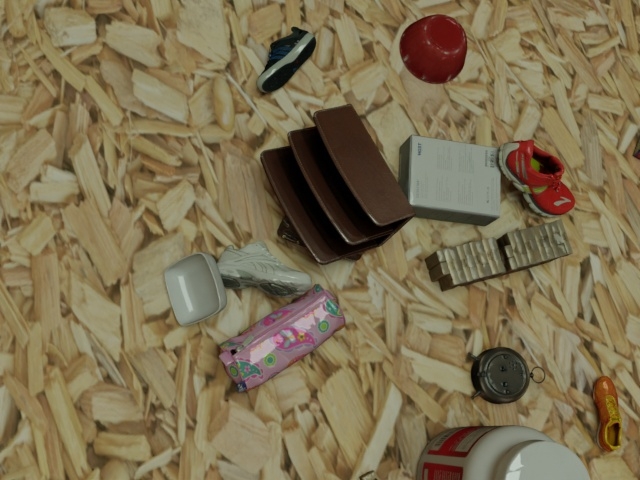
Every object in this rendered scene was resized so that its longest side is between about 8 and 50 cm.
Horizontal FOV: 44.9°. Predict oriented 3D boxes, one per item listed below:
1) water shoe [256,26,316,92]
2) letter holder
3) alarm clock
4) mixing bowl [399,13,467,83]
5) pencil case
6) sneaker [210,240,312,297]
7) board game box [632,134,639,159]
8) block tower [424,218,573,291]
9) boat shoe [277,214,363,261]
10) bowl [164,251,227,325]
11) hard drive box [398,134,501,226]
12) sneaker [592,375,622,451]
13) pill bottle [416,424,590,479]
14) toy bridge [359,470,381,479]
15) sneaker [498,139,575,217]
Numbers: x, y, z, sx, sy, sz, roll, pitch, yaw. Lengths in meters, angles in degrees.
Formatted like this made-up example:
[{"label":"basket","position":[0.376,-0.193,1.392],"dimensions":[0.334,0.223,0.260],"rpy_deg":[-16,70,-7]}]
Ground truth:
[{"label":"water shoe","position":[-0.097,-0.436,1.872],"dimensions":[0.080,0.073,0.203],"rpy_deg":[35,66,21]},{"label":"letter holder","position":[0.028,-0.124,1.716],"dimensions":[0.214,0.152,0.302],"rpy_deg":[-17,72,-37]},{"label":"alarm clock","position":[0.439,0.313,1.801],"dimensions":[0.192,0.064,0.130],"rpy_deg":[2,76,-16]},{"label":"mixing bowl","position":[0.300,-0.499,1.952],"dimensions":[0.181,0.098,0.182],"rpy_deg":[3,75,-13]},{"label":"pencil case","position":[-0.085,0.210,1.675],"dimensions":[0.284,0.124,0.124],"rpy_deg":[-30,84,-19]},{"label":"sneaker","position":[-0.124,0.053,1.698],"dimensions":[0.232,0.090,0.115],"rpy_deg":[10,63,13]},{"label":"board game box","position":[1.024,-0.240,2.078],"dimensions":[0.346,0.056,0.208],"rpy_deg":[26,76,-6]},{"label":"block tower","position":[0.425,0.038,1.850],"dimensions":[0.335,0.097,0.091],"rpy_deg":[-13,80,-14]},{"label":"boat shoe","position":[0.000,0.000,1.778],"dimensions":[0.207,0.073,0.073],"rpy_deg":[27,108,-13]},{"label":"bowl","position":[-0.261,0.102,1.668],"dimensions":[0.053,0.142,0.142],"rpy_deg":[-8,77,-55]},{"label":"hard drive box","position":[0.310,-0.143,1.869],"dimensions":[0.232,0.089,0.181],"rpy_deg":[8,74,-11]},{"label":"sneaker","position":[0.687,0.407,1.828],"dimensions":[0.064,0.067,0.175],"rpy_deg":[1,74,-11]},{"label":"pill bottle","position":[0.360,0.488,1.554],"dimensions":[0.228,0.408,0.229],"rpy_deg":[3,76,-12]},{"label":"toy bridge","position":[0.153,0.587,1.684],"dimensions":[0.063,0.026,0.188],"rpy_deg":[-24,83,-18]},{"label":"sneaker","position":[0.545,-0.147,1.874],"dimensions":[0.279,0.118,0.107],"rpy_deg":[33,62,-32]}]
